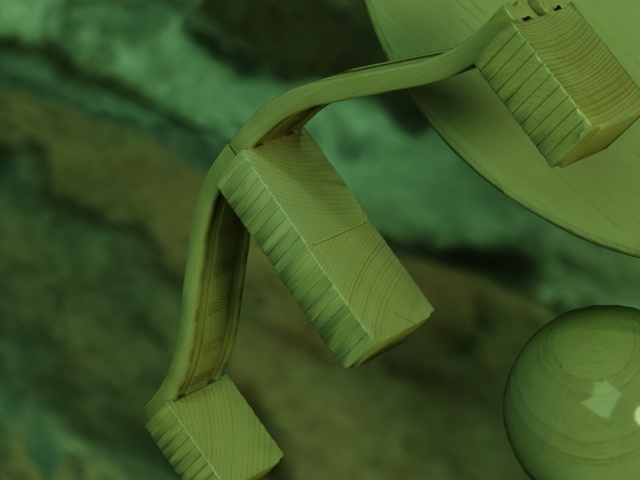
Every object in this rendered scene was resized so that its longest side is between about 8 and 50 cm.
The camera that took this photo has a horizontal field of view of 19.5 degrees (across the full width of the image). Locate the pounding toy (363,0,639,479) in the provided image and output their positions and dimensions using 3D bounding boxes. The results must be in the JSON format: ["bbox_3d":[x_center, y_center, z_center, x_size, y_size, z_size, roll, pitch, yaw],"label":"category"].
[{"bbox_3d":[0.108,-0.062,0.485,0.183,0.110,0.236,-13,94,6],"label":"pounding toy"}]

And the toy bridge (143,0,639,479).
[{"bbox_3d":[0.000,0.000,0.456,0.063,0.026,0.188,55,135,12],"label":"toy bridge"}]
